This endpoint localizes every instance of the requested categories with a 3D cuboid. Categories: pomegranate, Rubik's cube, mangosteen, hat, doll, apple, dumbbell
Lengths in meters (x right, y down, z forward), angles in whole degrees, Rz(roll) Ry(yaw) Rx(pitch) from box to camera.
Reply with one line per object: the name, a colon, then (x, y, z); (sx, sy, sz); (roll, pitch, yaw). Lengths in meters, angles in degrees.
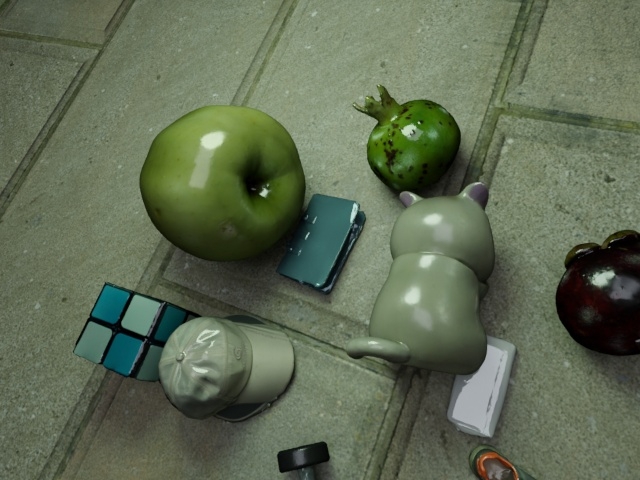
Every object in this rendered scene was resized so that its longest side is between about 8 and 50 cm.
pomegranate: (0.185, -0.227, 0.948); (0.211, 0.263, 0.211); (-35, 23, 17)
Rubik's cube: (-0.396, 0.211, 0.977); (0.183, 0.180, 0.167); (11, 72, 22)
mangosteen: (0.508, 0.096, 0.753); (0.209, 0.210, 0.210); (-6, 68, 14)
hat: (-0.189, 0.255, 0.901); (0.274, 0.161, 0.232); (4, 70, -16)
doll: (0.214, 0.090, 0.832); (0.214, 0.226, 0.371); (-4, 53, 48)
apple: (-0.218, -0.123, 0.971); (0.356, 0.357, 0.358); (-6, 68, 14)
dumbbell: (-0.017, 0.480, 0.801); (0.100, 0.100, 0.191); (-17, 66, 10)

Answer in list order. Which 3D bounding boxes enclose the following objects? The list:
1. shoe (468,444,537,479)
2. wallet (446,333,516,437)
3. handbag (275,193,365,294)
shoe: (0.340, 0.424, 0.729); (0.194, 0.077, 0.074); (34, 81, 26)
wallet: (0.302, 0.271, 0.826); (0.095, 0.033, 0.190); (17, 75, 24)
handbag: (0.000, 0.000, 1.014); (0.144, 0.057, 0.221); (20, 76, 27)
